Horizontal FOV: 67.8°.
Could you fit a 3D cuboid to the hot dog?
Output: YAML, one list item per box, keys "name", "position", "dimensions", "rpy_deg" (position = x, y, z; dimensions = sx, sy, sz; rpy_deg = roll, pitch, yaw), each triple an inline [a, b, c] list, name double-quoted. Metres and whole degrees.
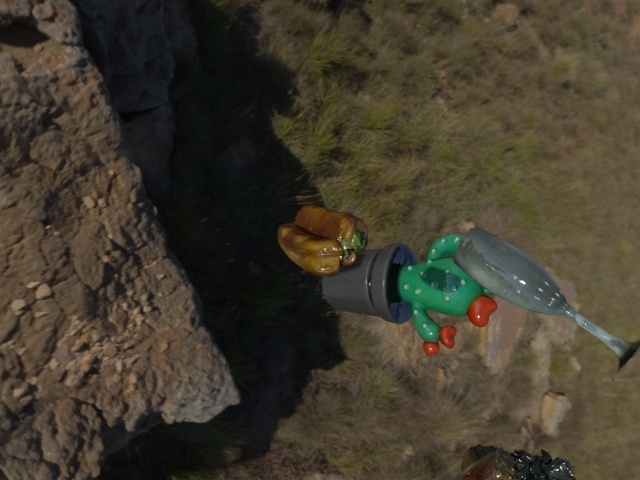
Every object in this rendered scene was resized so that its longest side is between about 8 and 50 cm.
- name: "hot dog"
  position: [0.000, 0.000, 0.325]
  dimensions: [0.049, 0.122, 0.037]
  rpy_deg: [-37, 105, -6]

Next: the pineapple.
- name: "pineapple"
  position: [0.437, 0.505, 1.042]
  dimensions: [0.119, 0.237, 0.111]
  rpy_deg: [-89, -175, -56]

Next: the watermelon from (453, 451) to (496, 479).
- name: "watermelon"
  position: [0.259, 0.419, 0.810]
  dimensions: [0.163, 0.069, 0.086]
  rpy_deg: [17, 78, -64]

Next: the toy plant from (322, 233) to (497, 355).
- name: "toy plant"
  position: [0.208, 0.092, 1.079]
  dimensions: [0.279, 0.400, 0.185]
  rpy_deg: [-45, 122, -42]

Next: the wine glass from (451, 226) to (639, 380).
- name: "wine glass"
  position: [0.230, 0.055, 0.499]
  dimensions: [0.066, 0.198, 0.066]
  rpy_deg: [-32, 144, -27]
